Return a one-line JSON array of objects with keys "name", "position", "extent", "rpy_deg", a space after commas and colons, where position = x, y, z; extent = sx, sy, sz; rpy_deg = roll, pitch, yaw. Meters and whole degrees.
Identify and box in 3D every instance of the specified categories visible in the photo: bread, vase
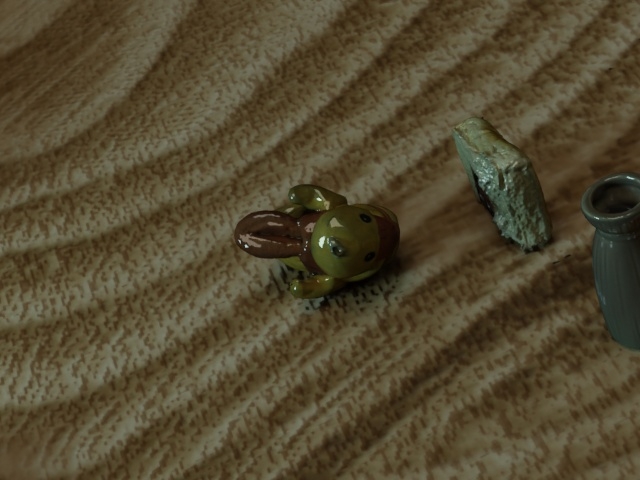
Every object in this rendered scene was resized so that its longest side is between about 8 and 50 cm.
[{"name": "bread", "position": [0.116, -0.039, 1.286], "extent": [0.035, 0.070, 0.083], "rpy_deg": [-27, 38, -6]}, {"name": "vase", "position": [0.183, 0.011, 1.164], "extent": [0.053, 0.100, 0.053], "rpy_deg": [-13, 38, 10]}]

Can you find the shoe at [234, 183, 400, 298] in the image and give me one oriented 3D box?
[{"name": "shoe", "position": [-0.002, 0.003, 1.297], "extent": [0.069, 0.072, 0.109], "rpy_deg": [-2, 22, -46]}]
